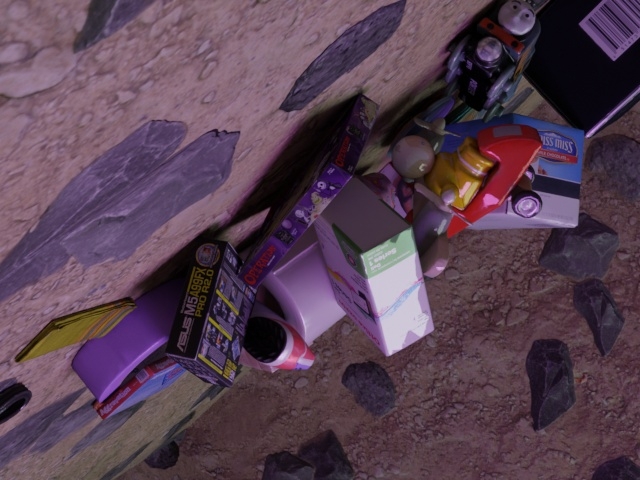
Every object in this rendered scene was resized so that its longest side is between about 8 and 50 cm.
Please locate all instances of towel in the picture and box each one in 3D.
[{"bbox_3d":[0.406,-0.339,2.499,0.370,0.040,0.271,-39,171,-9],"label":"towel"},{"bbox_3d":[-0.395,0.148,1.511,0.102,0.021,0.237,-44,171,17],"label":"towel"}]

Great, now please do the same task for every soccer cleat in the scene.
[{"bbox_3d":[-0.137,0.173,1.880,0.116,0.318,0.109,32,90,-44],"label":"soccer cleat"}]

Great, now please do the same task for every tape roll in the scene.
[{"bbox_3d":[-0.337,0.191,1.763,0.275,0.090,0.275,-39,171,-8],"label":"tape roll"},{"bbox_3d":[-0.062,0.095,1.957,0.169,0.246,0.246,-36,171,-31],"label":"tape roll"}]

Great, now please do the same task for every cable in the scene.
[{"bbox_3d":[-0.594,0.315,1.474,0.287,0.072,0.139,-50,161,-32],"label":"cable"}]

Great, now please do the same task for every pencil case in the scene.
[{"bbox_3d":[0.085,-0.091,2.083,0.124,0.124,0.284,-43,173,17],"label":"pencil case"}]

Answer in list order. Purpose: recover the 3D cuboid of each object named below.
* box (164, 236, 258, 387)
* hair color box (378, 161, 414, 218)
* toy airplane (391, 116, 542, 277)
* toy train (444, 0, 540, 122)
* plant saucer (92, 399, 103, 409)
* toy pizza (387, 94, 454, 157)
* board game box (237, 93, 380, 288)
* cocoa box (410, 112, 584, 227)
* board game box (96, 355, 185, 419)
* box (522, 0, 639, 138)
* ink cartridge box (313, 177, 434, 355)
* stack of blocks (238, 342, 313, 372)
[{"bbox_3d":[-0.191,0.137,1.677,0.270,0.060,0.216,65,37,-70],"label":"box"},{"bbox_3d":[0.205,-0.109,2.349,0.093,0.167,0.053,-45,171,23],"label":"hair color box"},{"bbox_3d":[0.226,-0.094,1.875,0.384,0.272,0.386,-52,-156,-17],"label":"toy airplane"},{"bbox_3d":[0.346,-0.361,1.824,0.190,0.142,0.334,-52,170,-3],"label":"toy train"},{"bbox_3d":[-0.510,0.373,2.200,0.083,0.013,0.083,-39,172,-6],"label":"plant saucer"},{"bbox_3d":[0.221,-0.263,2.077,0.201,0.032,0.201,-40,171,-8],"label":"toy pizza"},{"bbox_3d":[-0.025,-0.081,1.615,0.347,0.056,0.208,-49,-171,42],"label":"board game box"},{"bbox_3d":[0.408,-0.153,2.158,0.231,0.228,0.347,8,175,-31],"label":"cocoa box"},{"bbox_3d":[-0.325,0.272,1.840,0.145,0.027,0.281,-41,173,15],"label":"board game box"},{"bbox_3d":[0.761,-0.528,2.202,0.480,0.297,0.472,-45,169,28],"label":"box"},{"bbox_3d":[0.097,0.052,1.744,0.117,0.201,0.278,-29,131,-14],"label":"ink cartridge box"},{"bbox_3d":[-0.152,0.209,2.173,0.171,0.087,0.297,-34,-156,-32],"label":"stack of blocks"}]
